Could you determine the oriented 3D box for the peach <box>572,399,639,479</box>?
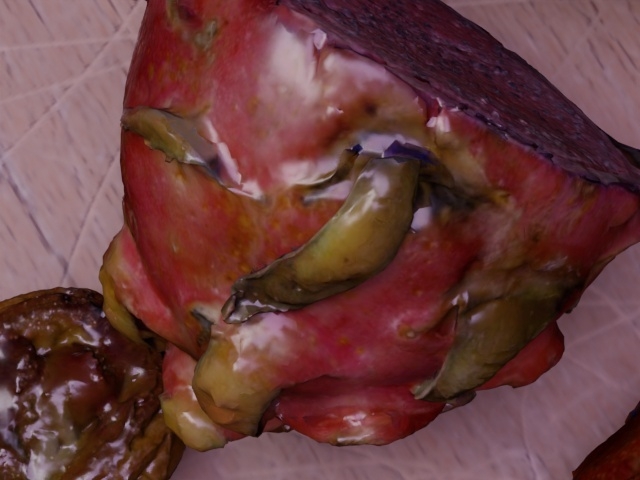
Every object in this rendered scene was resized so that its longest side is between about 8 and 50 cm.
[{"bbox_3d":[0.244,0.177,0.983,0.231,0.231,0.231,0,81,0],"label":"peach"}]

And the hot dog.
[{"bbox_3d":[-0.179,0.128,1.051,0.160,0.099,0.227,39,80,5],"label":"hot dog"}]

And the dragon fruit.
[{"bbox_3d":[0.000,0.000,0.981,0.314,0.296,0.263,46,110,33],"label":"dragon fruit"}]
